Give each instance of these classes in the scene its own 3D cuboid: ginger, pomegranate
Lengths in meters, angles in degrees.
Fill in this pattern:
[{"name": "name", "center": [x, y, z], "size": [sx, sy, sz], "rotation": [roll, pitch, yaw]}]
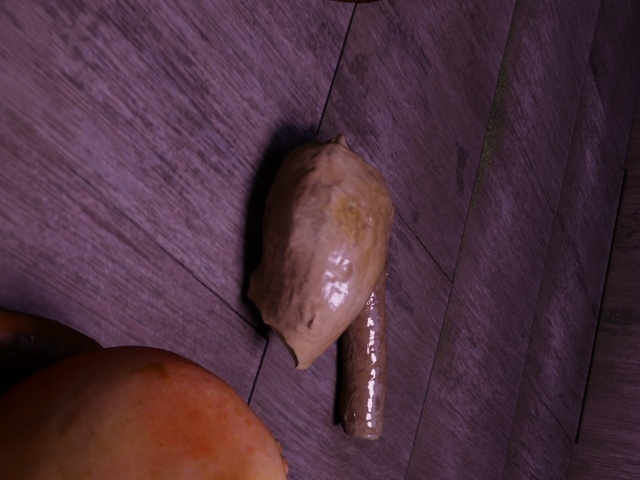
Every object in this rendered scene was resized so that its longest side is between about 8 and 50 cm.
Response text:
[{"name": "ginger", "center": [0.000, 0.000, 1.109], "size": [0.138, 0.152, 0.267], "rotation": [29, 71, -29]}, {"name": "pomegranate", "center": [-0.131, 0.199, 0.759], "size": [0.270, 0.229, 0.252], "rotation": [-11, 132, -50]}]

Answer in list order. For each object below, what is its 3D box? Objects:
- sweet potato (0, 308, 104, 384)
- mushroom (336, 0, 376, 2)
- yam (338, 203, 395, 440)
[{"name": "sweet potato", "center": [-0.225, 0.077, 0.774], "size": [0.264, 0.057, 0.057], "rotation": [28, 70, -57]}, {"name": "mushroom", "center": [0.020, -0.390, 1.016], "size": [0.345, 0.239, 0.345], "rotation": [-12, 109, -39]}, {"name": "yam", "center": [0.056, 0.092, 1.307], "size": [0.066, 0.066, 0.300], "rotation": [-9, 102, -62]}]
